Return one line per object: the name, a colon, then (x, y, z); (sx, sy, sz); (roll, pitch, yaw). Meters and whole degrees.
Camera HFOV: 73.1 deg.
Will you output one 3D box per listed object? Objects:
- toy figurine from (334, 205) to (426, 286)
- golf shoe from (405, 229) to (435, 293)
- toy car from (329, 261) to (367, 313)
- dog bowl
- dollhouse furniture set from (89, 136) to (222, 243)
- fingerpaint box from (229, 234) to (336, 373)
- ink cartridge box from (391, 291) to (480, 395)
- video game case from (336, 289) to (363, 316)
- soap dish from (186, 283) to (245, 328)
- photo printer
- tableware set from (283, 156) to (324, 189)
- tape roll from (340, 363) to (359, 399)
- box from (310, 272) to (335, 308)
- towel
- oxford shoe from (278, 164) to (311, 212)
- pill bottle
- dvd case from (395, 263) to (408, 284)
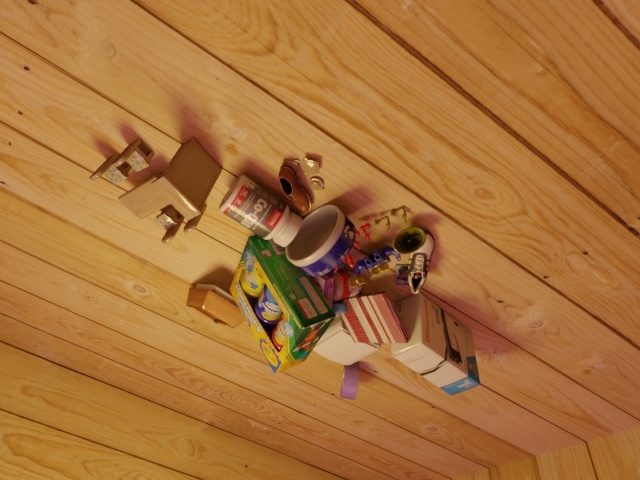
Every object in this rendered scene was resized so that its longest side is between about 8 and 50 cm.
toy figurine: (0.226, 0.038, 1.704); (0.363, 0.191, 0.217); (-32, 166, 6)
golf shoe: (0.394, 0.084, 1.698); (0.105, 0.120, 0.272); (3, 126, 10)
toy car: (0.110, 0.184, 1.818); (0.238, 0.219, 0.210); (-2, 175, -31)
dog bowl: (0.000, 0.000, 1.599); (0.265, 0.264, 0.104); (-28, 124, 31)
dollhouse furniture set: (-0.582, -0.165, 1.561); (0.394, 0.256, 0.362); (-21, 125, 27)
fingerpaint box: (-0.177, 0.248, 1.749); (0.163, 0.444, 0.371); (-14, 148, -36)
ink cartridge box: (0.507, 0.458, 1.917); (0.395, 0.285, 0.166); (37, 127, -23)
video game case: (0.102, 0.294, 2.021); (0.213, 0.023, 0.193); (-3, 132, 13)
soap dish: (-0.483, 0.303, 2.000); (0.229, 0.118, 0.291); (39, 158, -25)
photo printer: (0.114, 0.513, 2.157); (0.256, 0.107, 0.307); (30, 135, -20)
tableware set: (-0.063, -0.233, 1.560); (0.141, 0.020, 0.168); (5, 137, 14)
tape roll: (0.159, 0.758, 2.331); (0.080, 0.189, 0.189); (8, 134, 4)
box: (-0.058, 0.175, 1.756); (0.057, 0.293, 0.200); (-15, 122, -35)
towel: (0.211, 0.339, 1.868); (0.329, 0.037, 0.237); (-18, 101, 52)
oxford shoe: (-0.100, -0.170, 1.569); (0.076, 0.076, 0.212); (-10, 134, 25)
pill bottle: (-0.219, -0.104, 1.613); (0.283, 0.161, 0.161); (33, 130, -20)
dvd case: (0.365, 0.146, 1.840); (0.087, 0.013, 0.119); (1, 134, 9)
